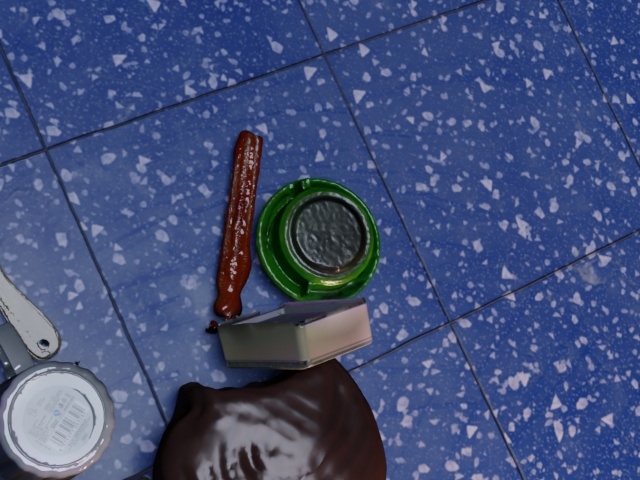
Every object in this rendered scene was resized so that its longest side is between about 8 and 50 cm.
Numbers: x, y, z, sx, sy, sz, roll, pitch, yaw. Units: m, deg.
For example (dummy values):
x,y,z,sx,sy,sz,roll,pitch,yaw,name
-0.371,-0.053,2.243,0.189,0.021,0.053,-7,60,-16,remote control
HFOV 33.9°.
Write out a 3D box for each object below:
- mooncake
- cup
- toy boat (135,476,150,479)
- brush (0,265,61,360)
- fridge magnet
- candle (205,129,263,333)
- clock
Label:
x,y,z,sx,sy,sz,roll,pitch,yaw,name
-0.063,0.305,1.513,0.325,0.174,0.334,22,71,-11,mooncake
-0.385,0.230,1.397,0.221,0.202,0.167,38,66,-9,cup
-0.292,0.410,1.452,0.075,0.077,0.185,37,67,-7,toy boat
-0.478,0.033,1.491,0.070,0.065,0.327,-38,93,-24,brush
0.000,0.000,1.655,0.208,0.088,0.208,5,75,-19,fridge magnet
-0.127,-0.015,1.637,0.051,0.048,0.329,22,68,-42,candle
-0.037,0.135,1.532,0.147,0.192,0.071,-16,96,-43,clock
